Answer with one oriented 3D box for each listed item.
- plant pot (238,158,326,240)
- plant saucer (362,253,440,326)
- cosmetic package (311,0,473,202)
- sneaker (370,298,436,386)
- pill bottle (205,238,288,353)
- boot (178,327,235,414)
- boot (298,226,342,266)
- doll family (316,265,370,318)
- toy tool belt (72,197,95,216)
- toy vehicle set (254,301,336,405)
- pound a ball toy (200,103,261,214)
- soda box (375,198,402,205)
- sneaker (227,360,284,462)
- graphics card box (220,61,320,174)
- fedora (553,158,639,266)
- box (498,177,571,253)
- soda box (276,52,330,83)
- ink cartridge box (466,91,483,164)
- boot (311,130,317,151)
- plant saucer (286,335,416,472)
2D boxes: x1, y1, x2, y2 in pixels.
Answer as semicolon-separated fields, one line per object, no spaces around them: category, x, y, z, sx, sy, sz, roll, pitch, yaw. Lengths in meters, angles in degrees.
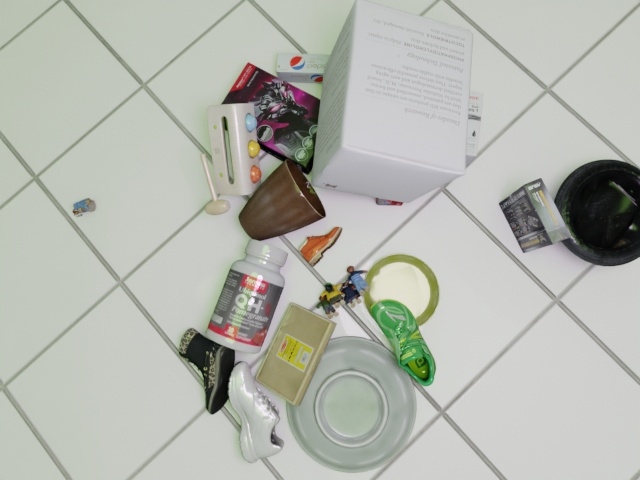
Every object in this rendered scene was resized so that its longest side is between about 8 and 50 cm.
plant pot;-0.137;-0.103;1.343;0.230;0.215;0.215;-32;80;13
plant saucer;0.252;0.163;1.346;0.240;0.037;0.241;-1;81;4
cosmetic package;0.180;-0.349;1.173;0.327;0.329;0.394;9;80;-13
sneaker;0.256;0.296;1.250;0.109;0.123;0.296;-35;96;10
pill bottle;-0.213;0.166;1.302;0.176;0.176;0.319;19;83;6
boot;-0.359;0.400;1.324;0.178;0.085;0.237;20;108;28
boot;0.000;0.000;1.379;0.158;0.059;0.084;-45;76;-3
doll family;0.069;0.155;1.335;0.192;0.076;0.111;-24;40;-7
toy tool belt;-0.813;-0.115;1.446;0.083;0.051;0.052;-22;80;0
toy vehicle set;-0.077;0.341;1.302;0.165;0.035;0.267;21;82;33
pound a ball toy;-0.265;-0.252;1.311;0.135;0.208;0.320;2;108;18
soda box;0.229;-0.249;1.390;0.092;0.083;0.264;2;81;1
sneaker;-0.189;0.502;1.277;0.129;0.111;0.297;-16;89;12
graphics card box;-0.145;-0.410;1.435;0.370;0.094;0.233;30;84;7
fedora;0.838;-0.075;1.292;0.333;0.152;0.334;0;78;1
box;0.626;-0.066;1.263;0.056;0.231;0.183;-23;80;3
soda box;-0.041;-0.593;1.470;0.216;0.069;0.074;4;80;3
ink cartridge box;0.433;-0.374;1.394;0.160;0.092;0.220;8;82;4
boot;0.069;-0.316;1.399;0.076;0.190;0.208;22;46;33
plant saucer;0.092;0.493;1.272;0.400;0.100;0.401;0;81;3
